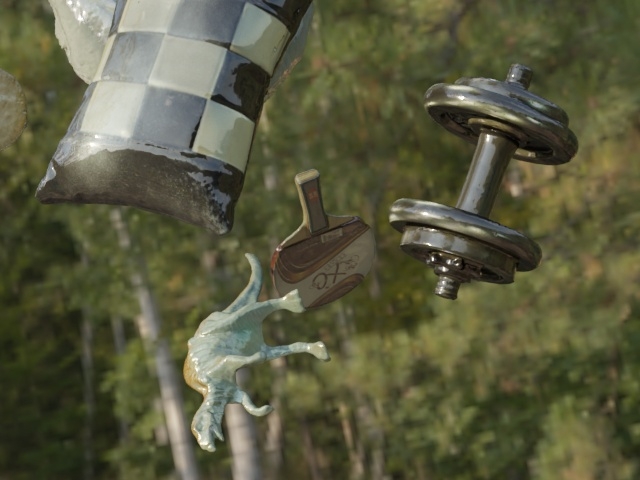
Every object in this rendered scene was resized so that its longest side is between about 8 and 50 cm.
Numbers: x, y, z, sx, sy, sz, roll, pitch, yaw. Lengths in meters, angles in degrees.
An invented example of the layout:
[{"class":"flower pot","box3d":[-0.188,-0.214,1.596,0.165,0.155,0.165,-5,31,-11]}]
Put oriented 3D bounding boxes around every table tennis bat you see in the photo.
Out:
[{"class":"table tennis bat","box3d":[0.000,0.000,2.203,0.173,0.022,0.301,-22,-39,-10]}]

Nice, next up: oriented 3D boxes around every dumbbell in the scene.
[{"class":"dumbbell","box3d":[0.189,-0.070,1.697,0.192,0.289,0.192,19,-7,2]}]

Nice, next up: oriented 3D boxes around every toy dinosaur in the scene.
[{"class":"toy dinosaur","box3d":[-0.101,0.128,2.083,0.206,0.392,0.092,-16,-45,4]}]

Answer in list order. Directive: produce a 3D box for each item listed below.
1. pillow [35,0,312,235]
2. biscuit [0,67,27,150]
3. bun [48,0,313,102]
[{"class":"pillow","box3d":[-0.119,-0.127,1.217,0.186,0.249,0.106,12,-17,23]},{"class":"biscuit","box3d":[-0.526,-0.205,2.269,0.152,0.152,0.020,-6,8,-36]},{"class":"bun","box3d":[-0.179,-0.305,1.833,0.355,0.354,0.194,-9,-24,-22]}]
